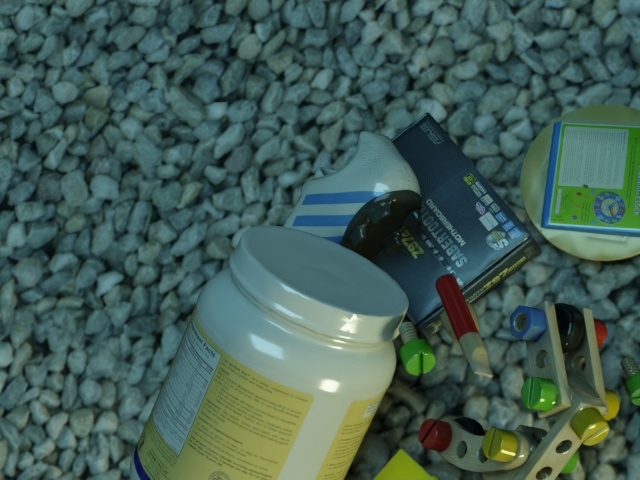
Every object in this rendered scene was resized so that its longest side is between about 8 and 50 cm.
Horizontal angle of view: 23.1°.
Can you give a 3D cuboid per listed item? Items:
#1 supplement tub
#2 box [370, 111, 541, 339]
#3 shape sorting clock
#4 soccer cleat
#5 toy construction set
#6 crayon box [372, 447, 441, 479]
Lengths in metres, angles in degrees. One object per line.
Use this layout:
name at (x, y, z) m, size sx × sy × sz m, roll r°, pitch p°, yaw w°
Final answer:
supplement tub at (-0.057, 0.175, 1.786) m, size 0.241 × 0.241 × 0.331 m, roll 34°, pitch 111°, yaw 27°
box at (0.134, -0.020, 1.963) m, size 0.183 × 0.059 × 0.233 m, roll -38°, pitch 61°, yaw 3°
shape sorting clock at (0.349, -0.071, 1.919) m, size 0.206 × 0.040 × 0.206 m, roll -5°, pitch 67°, yaw 13°
soccer cleat at (0.000, 0.000, 1.932) m, size 0.331 × 0.116 × 0.143 m, roll -43°, pitch 50°, yaw 31°
toy construction set at (0.221, 0.204, 1.685) m, size 0.257 × 0.309 × 0.237 m, roll -33°, pitch 42°, yaw 14°
crayon box at (0.147, 0.413, 1.771) m, size 0.202 × 0.081 × 0.318 m, roll -47°, pitch 63°, yaw -4°
